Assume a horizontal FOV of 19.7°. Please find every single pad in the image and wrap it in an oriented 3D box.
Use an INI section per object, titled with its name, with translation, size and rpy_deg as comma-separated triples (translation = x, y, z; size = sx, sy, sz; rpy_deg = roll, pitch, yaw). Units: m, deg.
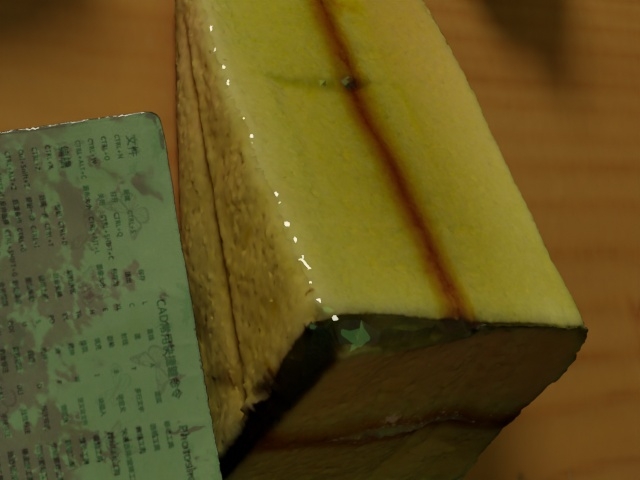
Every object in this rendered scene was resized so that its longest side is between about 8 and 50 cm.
[pad]
translation = -0.129, 0.079, 0.850
size = 0.159, 0.009, 0.265
rpy_deg = -10, 88, -13

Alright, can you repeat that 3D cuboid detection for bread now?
[bread]
translation = -0.001, -0.004, 0.965
size = 0.168, 0.163, 0.264
rpy_deg = 3, 50, -31
